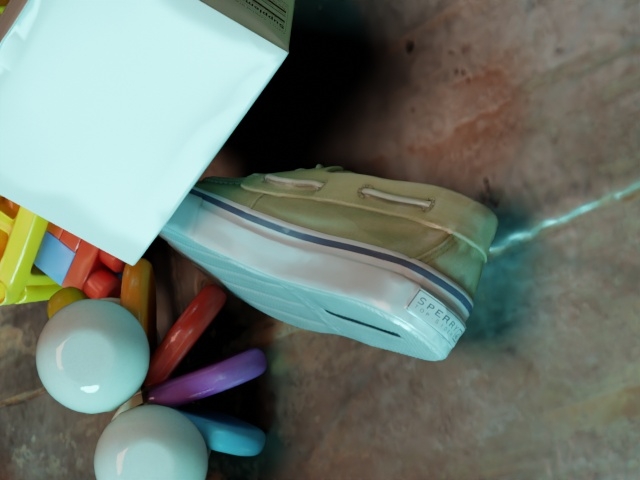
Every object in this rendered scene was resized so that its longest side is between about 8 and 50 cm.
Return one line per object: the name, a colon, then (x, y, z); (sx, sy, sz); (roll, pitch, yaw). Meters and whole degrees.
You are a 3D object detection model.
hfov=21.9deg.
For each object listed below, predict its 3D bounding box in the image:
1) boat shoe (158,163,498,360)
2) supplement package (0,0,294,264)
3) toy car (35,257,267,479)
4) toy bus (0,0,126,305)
boat shoe: (0.000, 0.000, 1.066); (0.302, 0.109, 0.094); (18, 69, 49)
supplement package: (-0.124, -0.136, 1.081); (0.194, 0.149, 0.203); (-51, 18, 29)
toy car: (-0.106, 0.097, 1.140); (0.136, 0.159, 0.182); (-29, 90, -2)
toy bus: (-0.203, -0.054, 1.250); (0.211, 0.149, 0.220); (33, 110, 28)
